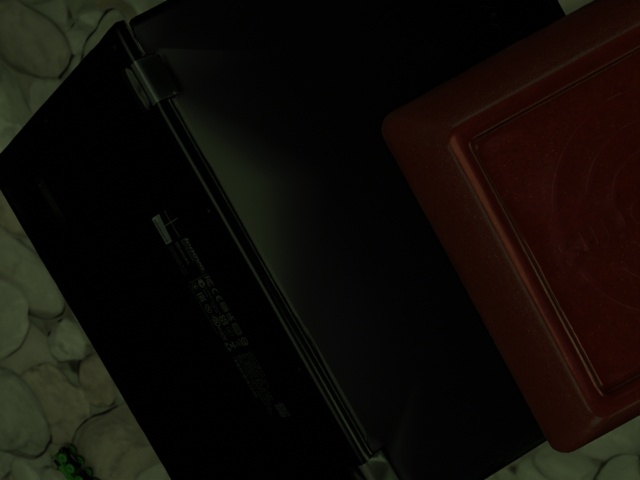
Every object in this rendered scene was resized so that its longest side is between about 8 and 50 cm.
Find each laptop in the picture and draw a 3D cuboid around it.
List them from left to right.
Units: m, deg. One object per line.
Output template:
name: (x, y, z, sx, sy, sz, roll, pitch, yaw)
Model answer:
laptop: (0.000, 0.000, 0.635, 0.408, 0.236, 0.382, -25, 95, 47)

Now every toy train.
toy train: (-0.217, 0.225, 0.745, 0.024, 0.017, 0.083, -35, 92, 30)

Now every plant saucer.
plant saucer: (0.211, -0.025, 0.515, 0.258, 0.048, 0.259, -29, 95, 1)
